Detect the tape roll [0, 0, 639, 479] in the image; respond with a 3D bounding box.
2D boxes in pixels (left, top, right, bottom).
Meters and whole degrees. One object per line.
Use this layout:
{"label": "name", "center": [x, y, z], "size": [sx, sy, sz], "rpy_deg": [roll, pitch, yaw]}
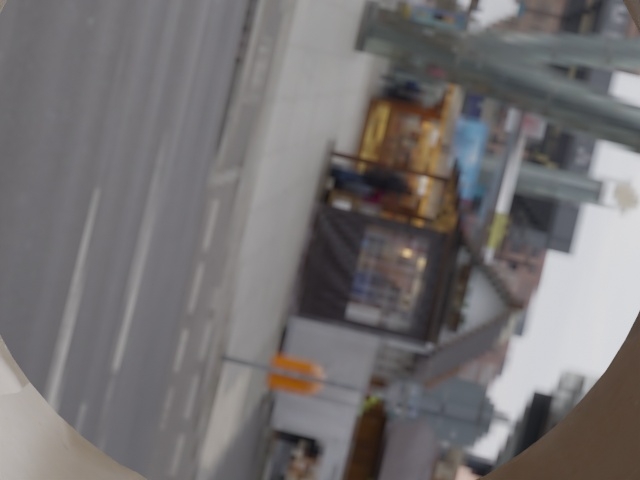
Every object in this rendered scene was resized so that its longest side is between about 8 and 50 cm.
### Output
{"label": "tape roll", "center": [0.000, 0.000, 0.295], "size": [0.100, 0.286, 0.286], "rpy_deg": [-94, -164, -76]}
